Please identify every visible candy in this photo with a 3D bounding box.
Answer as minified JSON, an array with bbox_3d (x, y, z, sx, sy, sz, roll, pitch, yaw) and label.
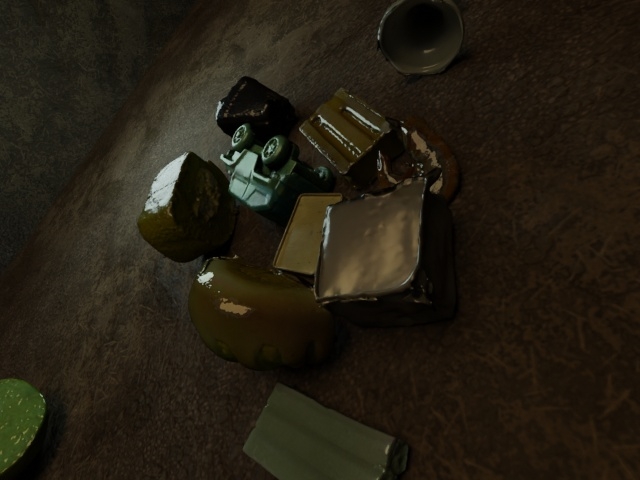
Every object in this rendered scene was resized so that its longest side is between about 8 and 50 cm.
[{"bbox_3d":[0.099,0.022,0.582,0.184,0.137,0.195,-15,53,35],"label":"candy"}]

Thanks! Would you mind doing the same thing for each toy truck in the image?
[{"bbox_3d":[-0.102,-0.133,0.870,0.279,0.155,0.156,32,93,49],"label":"toy truck"}]

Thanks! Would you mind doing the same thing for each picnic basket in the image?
[{"bbox_3d":[0.000,0.000,0.723,0.115,0.079,0.164,9,72,44],"label":"picnic basket"}]

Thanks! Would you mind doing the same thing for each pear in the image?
[{"bbox_3d":[-0.757,0.488,1.021,0.239,0.139,0.288,-20,43,11],"label":"pear"}]

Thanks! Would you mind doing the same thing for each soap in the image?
[{"bbox_3d":[0.061,-0.210,0.836,0.135,0.076,0.233,-43,42,8],"label":"soap"}]

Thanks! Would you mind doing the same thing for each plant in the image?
[{"bbox_3d":[-0.186,-0.340,1.108,0.256,0.142,0.164,15,73,43],"label":"plant"}]

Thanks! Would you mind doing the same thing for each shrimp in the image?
[{"bbox_3d":[0.148,-0.130,0.684,0.132,0.051,0.188,-28,65,14],"label":"shrimp"}]

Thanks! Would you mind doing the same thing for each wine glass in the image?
[{"bbox_3d":[0.211,-0.454,0.824,0.164,0.165,0.197,-8,52,38],"label":"wine glass"}]

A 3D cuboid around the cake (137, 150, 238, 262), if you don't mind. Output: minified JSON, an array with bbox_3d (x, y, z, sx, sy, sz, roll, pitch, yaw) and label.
[{"bbox_3d":[-0.310,-0.079,0.996,0.156,0.179,0.261,-21,46,29],"label":"cake"}]

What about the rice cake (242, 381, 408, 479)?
[{"bbox_3d":[-0.005,0.282,0.552,0.237,0.043,0.127,8,66,46],"label":"rice cake"}]

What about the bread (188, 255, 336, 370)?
[{"bbox_3d":[-0.118,0.125,0.648,0.260,0.156,0.158,23,108,44],"label":"bread"}]
